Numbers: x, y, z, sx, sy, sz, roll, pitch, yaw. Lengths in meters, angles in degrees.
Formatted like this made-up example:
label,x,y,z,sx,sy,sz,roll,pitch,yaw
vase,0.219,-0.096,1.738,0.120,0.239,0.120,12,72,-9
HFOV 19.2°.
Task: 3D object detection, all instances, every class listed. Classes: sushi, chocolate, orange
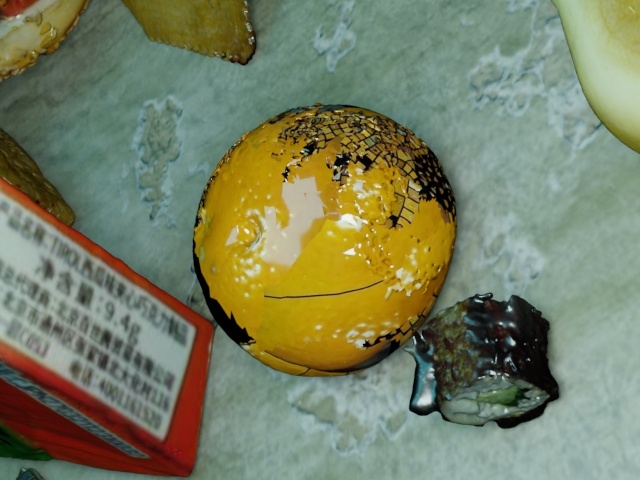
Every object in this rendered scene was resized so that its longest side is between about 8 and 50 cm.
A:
label,x,y,z,sx,sy,sz,roll,pitch,yaw
sushi,0.128,0.094,1.457,0.098,0.094,0.084,-27,54,37
chocolate,-0.314,0.075,1.750,0.341,0.360,0.161,-1,61,46
orange,0.000,0.000,1.574,0.234,0.182,0.234,-6,80,35

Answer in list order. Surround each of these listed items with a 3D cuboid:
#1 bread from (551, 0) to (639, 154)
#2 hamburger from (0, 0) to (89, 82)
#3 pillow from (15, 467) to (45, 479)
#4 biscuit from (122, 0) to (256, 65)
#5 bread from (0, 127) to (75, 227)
label,x,y,z,sx,sy,sz,roll,pitch,yaw
bread,0.319,-0.199,1.328,0.333,0.160,0.333,-18,64,41
hamburger,-0.411,-0.312,2.009,0.330,0.250,0.330,-7,51,9
pillow,-0.261,0.344,1.802,0.255,0.034,0.189,26,93,48
biscuit,-0.147,-0.299,1.874,0.237,0.013,0.232,19,122,49
bread,-0.367,-0.081,2.012,0.077,0.139,0.271,-51,46,5
